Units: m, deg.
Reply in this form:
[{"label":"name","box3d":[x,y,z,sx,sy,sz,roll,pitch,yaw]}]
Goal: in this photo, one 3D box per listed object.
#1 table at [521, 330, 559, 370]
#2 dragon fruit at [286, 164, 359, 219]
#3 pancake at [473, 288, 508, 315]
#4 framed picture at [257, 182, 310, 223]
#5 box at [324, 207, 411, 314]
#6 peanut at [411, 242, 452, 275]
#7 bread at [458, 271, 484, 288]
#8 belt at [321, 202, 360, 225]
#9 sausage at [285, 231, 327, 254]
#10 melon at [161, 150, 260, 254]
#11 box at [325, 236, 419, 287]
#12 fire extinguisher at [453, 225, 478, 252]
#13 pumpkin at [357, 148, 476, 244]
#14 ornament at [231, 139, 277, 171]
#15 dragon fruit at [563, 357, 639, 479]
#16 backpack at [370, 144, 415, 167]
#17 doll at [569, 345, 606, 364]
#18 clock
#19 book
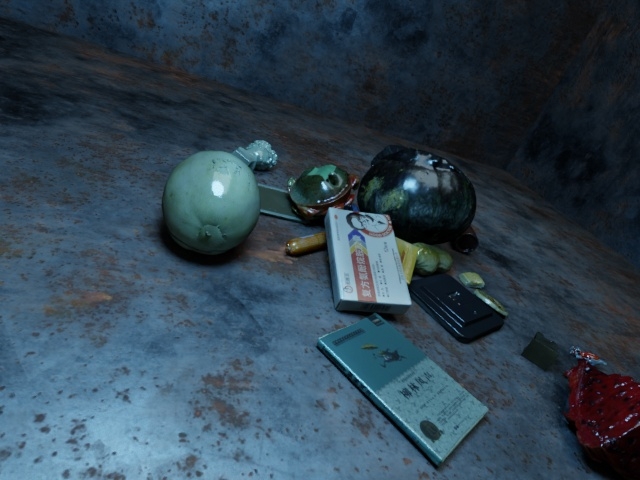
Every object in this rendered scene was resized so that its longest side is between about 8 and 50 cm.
[{"label":"table","box3d":[0.698,0.347,1.416,0.083,0.070,0.082,34,25,22]},{"label":"dragon fruit","box3d":[0.007,-0.188,1.665,0.269,0.130,0.295,-8,31,20]},{"label":"pancake","box3d":[0.612,0.221,1.600,0.140,0.022,0.139,32,13,-9]},{"label":"framed picture","box3d":[-0.195,-0.149,1.672,0.297,0.019,0.232,13,29,-21]},{"label":"box","box3d":[0.135,0.055,1.371,0.215,0.069,0.353,7,47,-14]},{"label":"peanut","box3d":[0.401,0.073,1.646,0.237,0.110,0.120,14,23,-37]},{"label":"bread","box3d":[0.579,0.152,1.711,0.084,0.035,0.070,7,30,-17]},{"label":"belt","box3d":[0.078,-0.103,1.728,0.142,0.082,0.190,17,28,-3]},{"label":"sausage","box3d":[0.000,0.000,1.515,0.053,0.053,0.348,39,30,27]},{"label":"melon","box3d":[-0.299,-0.107,1.247,0.269,0.268,0.330,16,36,-14]},{"label":"box","box3d":[0.176,0.047,1.486,0.274,0.076,0.174,25,50,1]},{"label":"fire extinguisher","box3d":[0.652,-0.078,2.068,0.102,0.138,0.344,34,26,-13]},{"label":"pumpkin","box3d":[0.361,-0.150,1.721,0.455,0.343,0.454,18,-5,2]},{"label":"ornament","box3d":[-0.290,-0.335,1.823,0.130,0.120,0.285,50,31,5]},{"label":"dragon fruit","box3d":[0.772,0.497,1.189,0.286,0.228,0.329,51,1,-15]},{"label":"backpack","box3d":[0.460,-0.318,2.227,0.446,0.254,0.363,18,29,-25]},{"label":"doll","box3d":[0.907,0.399,1.517,0.114,0.039,0.057,25,-1,20]},{"label":"clock","box3d":[0.449,0.210,1.490,0.279,0.049,0.273,-6,40,-43]},{"label":"book","box3d":[0.199,0.334,1.091,0.379,0.031,0.264,39,30,29]}]
